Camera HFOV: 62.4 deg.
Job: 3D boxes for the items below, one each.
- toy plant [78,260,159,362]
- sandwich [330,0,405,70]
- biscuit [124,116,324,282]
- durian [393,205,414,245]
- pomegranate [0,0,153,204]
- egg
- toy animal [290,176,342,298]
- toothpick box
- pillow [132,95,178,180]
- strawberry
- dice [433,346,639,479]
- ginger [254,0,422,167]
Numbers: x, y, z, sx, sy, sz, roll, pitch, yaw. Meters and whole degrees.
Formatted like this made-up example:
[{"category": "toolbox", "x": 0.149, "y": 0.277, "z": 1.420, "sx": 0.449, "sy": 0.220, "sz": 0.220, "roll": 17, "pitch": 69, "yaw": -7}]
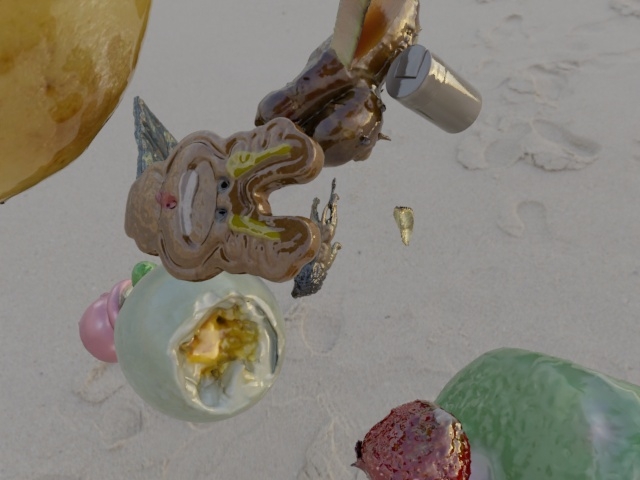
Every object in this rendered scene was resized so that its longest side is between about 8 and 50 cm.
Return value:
[{"category": "toy plant", "x": -0.488, "y": 0.190, "z": 1.432, "sx": 0.356, "sy": 0.317, "sz": 0.210, "roll": -24, "pitch": 67, "yaw": 21}, {"category": "sandwich", "x": 0.062, "y": -0.327, "z": 0.786, "sx": 0.058, "sy": 0.162, "sz": 0.193, "roll": 40, "pitch": 43, "yaw": 3}, {"category": "biscuit", "x": -0.127, "y": -0.040, "z": 0.605, "sx": 0.295, "sy": 0.044, "sz": 0.185, "roll": -6, "pitch": 76, "yaw": 33}, {"category": "durian", "x": 0.220, "y": -0.044, "z": 1.357, "sx": 0.052, "sy": 0.130, "sz": 0.066, "roll": -15, "pitch": 42, "yaw": 6}, {"category": "pomegranate", "x": -0.277, "y": -0.168, "z": 0.324, "sx": 0.333, "sy": 0.332, "sz": 0.332, "roll": 2, "pitch": 45, "yaw": -2}, {"category": "egg", "x": -0.216, "y": 0.160, "z": 0.932, "sx": 0.278, "sy": 0.278, "sz": 0.336, "roll": -27, "pitch": 18, "yaw": -27}, {"category": "toy animal", "x": 0.003, "y": -0.002, "z": 0.915, "sx": 0.069, "sy": 0.086, "sz": 0.219, "roll": 11, "pitch": 86, "yaw": 8}, {"category": "toothpick box", "x": 0.224, "y": -0.293, "z": 1.042, "sx": 0.181, "sy": 0.111, "sz": 0.111, "roll": 19, "pitch": 31, "yaw": -40}, {"category": "pillow", "x": -0.354, "y": -0.177, "z": 1.176, "sx": 0.034, "sy": 0.189, "sz": 0.255, "roll": -20, "pitch": 62, "yaw": 9}, {"category": "strawberry", "x": 0.084, "y": 0.189, "z": 0.451, "sx": 0.106, "sy": 0.106, "sz": 0.106, "roll": 2, "pitch": 45, "yaw": -2}, {"category": "dice", "x": 0.286, "y": 0.324, "z": 0.566, "sx": 0.330, "sy": 0.318, "sz": 0.322, "roll": 32, "pitch": 81, "yaw": -12}, {"category": "ginger", "x": 0.081, "y": -0.325, "z": 1.094, "sx": 0.254, "sy": 0.176, "sz": 0.418, "roll": 41, "pitch": 87, "yaw": -12}]
